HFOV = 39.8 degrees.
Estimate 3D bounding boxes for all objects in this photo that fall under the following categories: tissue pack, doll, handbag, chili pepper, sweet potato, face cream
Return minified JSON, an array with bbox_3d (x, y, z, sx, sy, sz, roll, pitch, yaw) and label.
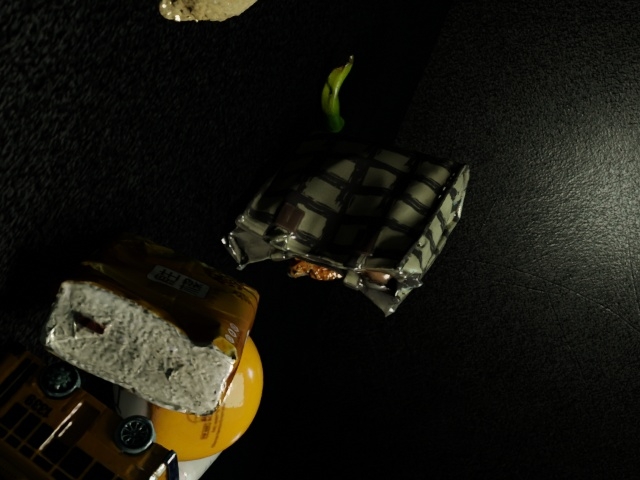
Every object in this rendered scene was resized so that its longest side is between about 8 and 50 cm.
[{"bbox_3d":[-0.163,0.079,0.905,0.226,0.183,0.091,-86,-161,-79],"label":"tissue pack"},{"bbox_3d":[-0.188,0.175,1.200,0.236,0.214,0.213,49,-57,53],"label":"doll"},{"bbox_3d":[0.053,-0.042,1.496,0.327,0.325,0.162,-52,151,-50],"label":"handbag"},{"bbox_3d":[0.026,-0.268,1.639,0.201,0.050,0.051,97,4,-60],"label":"chili pepper"},{"bbox_3d":[-0.264,0.058,0.901,0.026,0.026,0.115,-60,174,-30],"label":"sweet potato"},{"bbox_3d":[-0.261,0.434,1.753,0.081,0.082,0.269,-68,171,17],"label":"face cream"}]

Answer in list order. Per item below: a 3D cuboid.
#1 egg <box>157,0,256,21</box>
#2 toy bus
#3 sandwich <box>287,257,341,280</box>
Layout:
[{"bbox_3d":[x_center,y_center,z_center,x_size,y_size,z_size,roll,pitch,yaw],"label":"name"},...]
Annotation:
[{"bbox_3d":[-0.094,-0.260,0.780,0.116,0.118,0.140,40,-58,55],"label":"egg"},{"bbox_3d":[-0.244,0.199,0.855,0.114,0.201,0.098,-51,166,-28],"label":"toy bus"},{"bbox_3d":[0.003,-0.006,1.724,0.212,0.292,0.109,-24,113,-17],"label":"sandwich"}]
